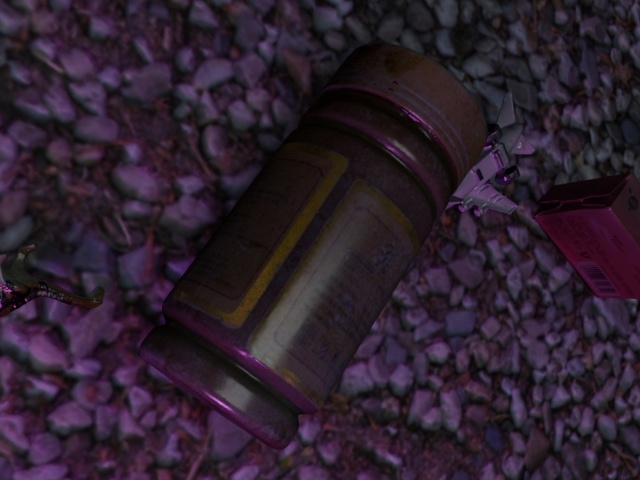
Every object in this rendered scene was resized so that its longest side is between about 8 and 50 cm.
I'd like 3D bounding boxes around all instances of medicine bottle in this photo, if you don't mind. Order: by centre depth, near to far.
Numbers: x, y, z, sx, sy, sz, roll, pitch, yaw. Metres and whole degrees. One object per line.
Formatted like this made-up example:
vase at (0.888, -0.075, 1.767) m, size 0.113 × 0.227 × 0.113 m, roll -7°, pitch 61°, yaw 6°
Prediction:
medicine bottle at (0.000, 0.000, 0.571) m, size 0.151 × 0.151 × 0.323 m, roll 41°, pitch 71°, yaw -19°

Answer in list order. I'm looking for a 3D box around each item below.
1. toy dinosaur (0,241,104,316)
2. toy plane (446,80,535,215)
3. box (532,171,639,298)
toy dinosaur at (-0.254, 0.032, 0.507) m, size 0.180 × 0.037 × 0.058 m, roll -5°, pitch 85°, yaw -27°
toy plane at (0.160, -0.078, 0.707) m, size 0.171 × 0.065 × 0.162 m, roll -44°, pitch 117°, yaw -26°
box at (0.330, -0.001, 0.760) m, size 0.156 × 0.111 × 0.060 m, roll 47°, pitch 69°, yaw -19°
